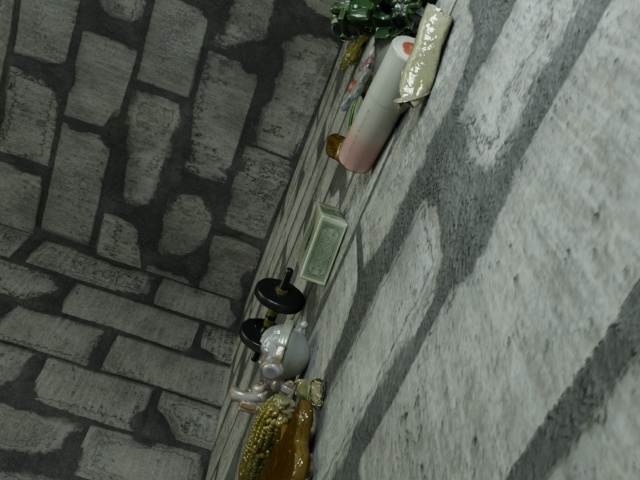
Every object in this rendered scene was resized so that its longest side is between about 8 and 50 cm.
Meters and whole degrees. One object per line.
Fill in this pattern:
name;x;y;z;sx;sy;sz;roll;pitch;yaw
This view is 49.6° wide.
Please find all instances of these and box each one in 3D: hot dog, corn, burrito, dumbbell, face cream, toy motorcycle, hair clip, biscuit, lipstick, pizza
hot dog;0.056;-0.274;2.068;0.286;0.061;0.087;-105;31;-74
corn;-0.123;0.453;1.521;0.086;0.087;0.288;-86;14;-61
burrito;0.193;-0.342;1.289;0.087;0.060;0.226;-178;107;-83
dumbbell;-0.138;0.213;1.950;0.143;0.143;0.325;-87;18;-64
face cream;0.164;-0.421;1.617;0.143;0.089;0.314;135;148;-58
toy motorcycle;0.150;-0.550;1.558;0.127;0.275;0.205;39;-119;-52
hair clip;0.137;-0.480;1.995;0.146;0.075;0.257;-176;109;-87
biscuit;-0.066;0.428;1.299;0.197;0.049;0.301;-80;12;-45
lipstick;0.130;-0.279;1.478;0.327;0.087;0.087;118;168;-50
pizza;0.143;-0.756;2.592;0.280;0.075;0.287;-74;5;-47
burrito;-0.022;0.293;1.346;0.149;0.041;0.055;152;123;-74

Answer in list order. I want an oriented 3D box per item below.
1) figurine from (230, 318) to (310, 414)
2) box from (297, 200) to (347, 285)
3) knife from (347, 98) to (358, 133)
figurine;-0.104;0.280;1.571;0.162;0.141;0.236;-57;-12;-78
box;0.001;0.000;1.777;0.256;0.069;0.164;-106;35;-78
knife;0.109;-0.412;2.181;0.078;0.023;0.166;167;122;-87
